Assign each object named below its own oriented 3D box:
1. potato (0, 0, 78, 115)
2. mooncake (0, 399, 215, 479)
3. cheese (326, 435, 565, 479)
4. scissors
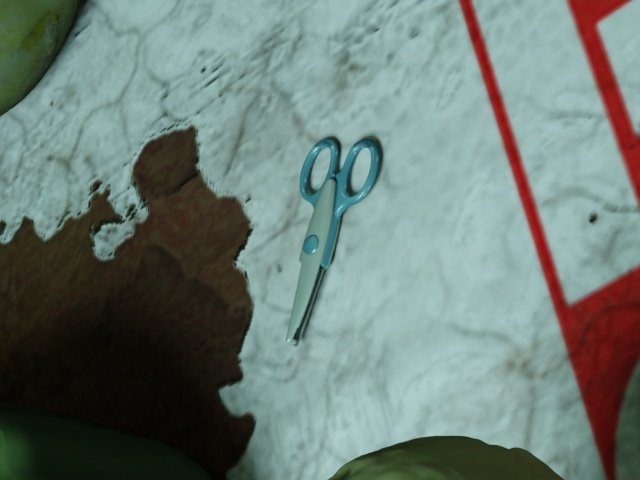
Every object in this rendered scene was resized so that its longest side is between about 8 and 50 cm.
[{"bbox_3d":[-0.268,-0.158,1.142,0.235,0.160,0.177,-14,104,25],"label":"potato"},{"bbox_3d":[-0.182,0.256,0.887,0.351,0.187,0.351,-20,60,38],"label":"mooncake"},{"bbox_3d":[0.064,0.192,0.650,0.117,0.214,0.225,-4,68,39],"label":"cheese"},{"bbox_3d":[0.000,0.000,0.923,0.058,0.014,0.119,2,73,45],"label":"scissors"}]
